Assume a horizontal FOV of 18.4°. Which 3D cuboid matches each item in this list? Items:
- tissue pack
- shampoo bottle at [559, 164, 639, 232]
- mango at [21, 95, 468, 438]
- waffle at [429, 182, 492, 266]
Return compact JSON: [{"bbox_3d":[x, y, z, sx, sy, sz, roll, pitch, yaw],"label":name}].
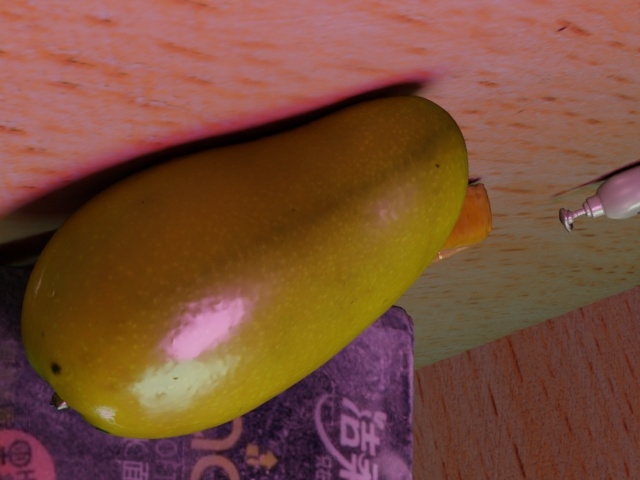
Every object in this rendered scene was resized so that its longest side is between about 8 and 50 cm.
[{"bbox_3d":[-0.099,0.142,1.272,0.315,0.228,0.103,6,163,-17],"label":"tissue pack"},{"bbox_3d":[0.303,-0.048,1.913,0.151,0.045,0.077,-19,172,1],"label":"shampoo bottle"},{"bbox_3d":[-0.040,0.012,1.181,0.293,0.143,0.175,-29,142,-13],"label":"mango"},{"bbox_3d":[-0.004,0.024,1.630,0.248,0.055,0.221,-25,170,33],"label":"waffle"}]
